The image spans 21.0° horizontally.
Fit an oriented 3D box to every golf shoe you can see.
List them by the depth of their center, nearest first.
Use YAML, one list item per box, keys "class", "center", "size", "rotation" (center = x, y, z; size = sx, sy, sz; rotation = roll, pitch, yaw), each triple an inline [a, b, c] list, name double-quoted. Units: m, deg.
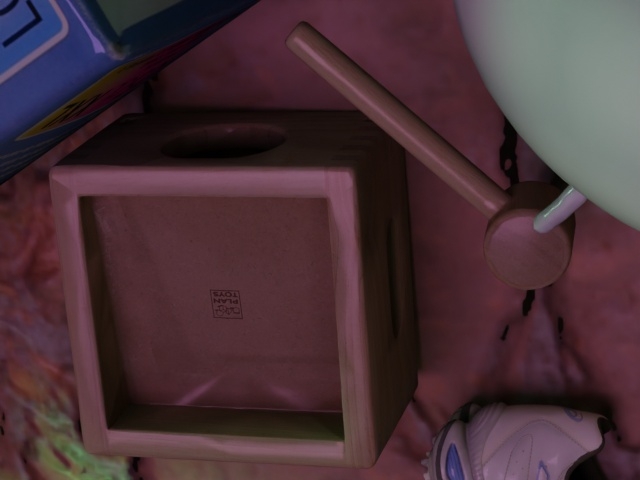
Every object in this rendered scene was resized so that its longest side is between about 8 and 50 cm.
- class: "golf shoe"
  center: [0.106, 0.151, 0.744]
  size: [0.086, 0.069, 0.176]
  rotation: [-10, 110, 23]

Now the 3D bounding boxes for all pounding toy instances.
- class: "pounding toy"
  center: [0.005, -0.009, 0.703]
  size: [0.206, 0.094, 0.181]
  rotation: [1, 109, 16]

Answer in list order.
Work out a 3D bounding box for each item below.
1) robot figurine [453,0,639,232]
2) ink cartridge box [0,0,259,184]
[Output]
- class: "robot figurine"
  center: [0.158, -0.138, 0.464]
  size: [0.200, 0.300, 0.353]
  rotation: [15, 105, -21]
- class: "ink cartridge box"
  center: [-0.250, -0.106, 0.716]
  size: [0.395, 0.151, 0.270]
  rotation: [-30, 92, 32]
